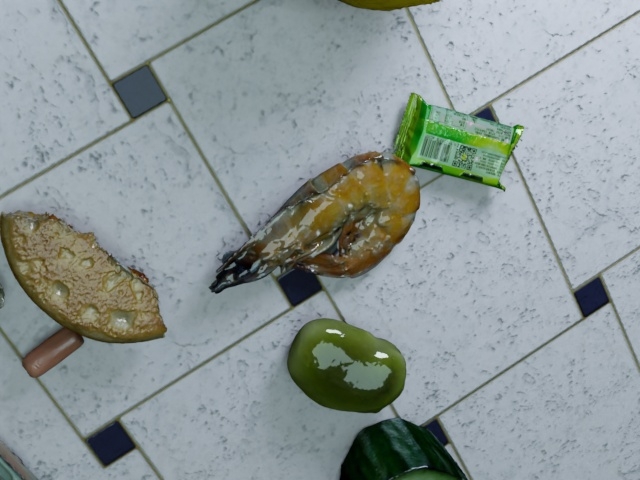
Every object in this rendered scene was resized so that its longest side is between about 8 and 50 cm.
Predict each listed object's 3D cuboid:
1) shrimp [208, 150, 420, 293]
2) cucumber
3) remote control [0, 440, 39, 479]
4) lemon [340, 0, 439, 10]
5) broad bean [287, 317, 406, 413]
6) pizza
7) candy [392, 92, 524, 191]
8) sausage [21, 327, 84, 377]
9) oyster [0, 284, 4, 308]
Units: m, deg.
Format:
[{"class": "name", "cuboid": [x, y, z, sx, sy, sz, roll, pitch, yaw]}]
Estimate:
[{"class": "shrimp", "cuboid": [0.000, 0.000, 1.132, 0.317, 0.062, 0.164, -32, 116, -7]}, {"class": "cucumber", "cuboid": [0.116, 0.365, 1.226, 0.191, 0.130, 0.191, -4, 108, -12]}, {"class": "remote control", "cuboid": [-0.484, 0.269, 1.056, 0.145, 0.050, 0.344, -38, 111, -5]}, {"class": "lemon", "cuboid": [0.094, -0.394, 0.961, 0.310, 0.253, 0.253, -25, 110, -16]}, {"class": "broad bean", "cuboid": [0.039, 0.177, 1.182, 0.174, 0.082, 0.124, 17, 98, -10]}, {"class": "pizza", "cuboid": [-0.294, 0.049, 1.053, 0.246, 0.058, 0.127, 29, 95, -20]}, {"class": "candy", "cuboid": [0.189, -0.133, 1.169, 0.178, 0.032, 0.102, 12, 97, -18]}, {"class": "sausage", "cuboid": [-0.339, 0.140, 1.075, 0.083, 0.034, 0.034, -36, 111, -3]}, {"class": "oyster", "cuboid": [-0.468, 0.039, 0.995, 0.200, 0.061, 0.106, 25, 96, -21]}]
